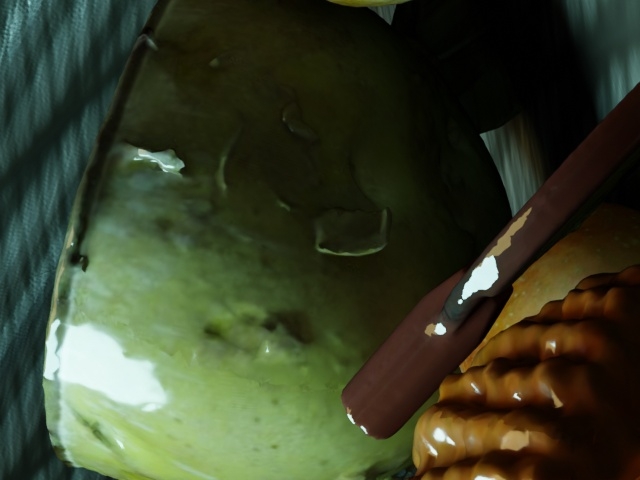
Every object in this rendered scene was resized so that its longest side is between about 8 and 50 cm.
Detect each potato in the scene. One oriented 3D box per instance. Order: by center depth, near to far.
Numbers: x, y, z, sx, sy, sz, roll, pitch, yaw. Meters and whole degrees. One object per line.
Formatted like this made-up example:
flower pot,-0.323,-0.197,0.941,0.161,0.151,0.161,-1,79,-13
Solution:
potato,0.000,0.000,1.307,0.385,0.319,0.442,100,-176,-50

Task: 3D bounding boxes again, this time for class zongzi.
zongzi,0.092,-0.211,1.509,0.205,0.094,0.204,-118,7,-64

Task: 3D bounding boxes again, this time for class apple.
apple,0.187,0.092,1.147,0.210,0.173,0.235,-125,14,-78

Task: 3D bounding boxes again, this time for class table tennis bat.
table tennis bat,0.115,-0.016,0.829,0.038,0.310,0.200,44,-155,8

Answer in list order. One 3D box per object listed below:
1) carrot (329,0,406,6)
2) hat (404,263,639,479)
carrot,0.024,-0.278,1.167,0.341,0.224,0.224,-124,14,-76
hat,0.196,0.102,0.709,0.285,0.285,0.400,69,157,17
